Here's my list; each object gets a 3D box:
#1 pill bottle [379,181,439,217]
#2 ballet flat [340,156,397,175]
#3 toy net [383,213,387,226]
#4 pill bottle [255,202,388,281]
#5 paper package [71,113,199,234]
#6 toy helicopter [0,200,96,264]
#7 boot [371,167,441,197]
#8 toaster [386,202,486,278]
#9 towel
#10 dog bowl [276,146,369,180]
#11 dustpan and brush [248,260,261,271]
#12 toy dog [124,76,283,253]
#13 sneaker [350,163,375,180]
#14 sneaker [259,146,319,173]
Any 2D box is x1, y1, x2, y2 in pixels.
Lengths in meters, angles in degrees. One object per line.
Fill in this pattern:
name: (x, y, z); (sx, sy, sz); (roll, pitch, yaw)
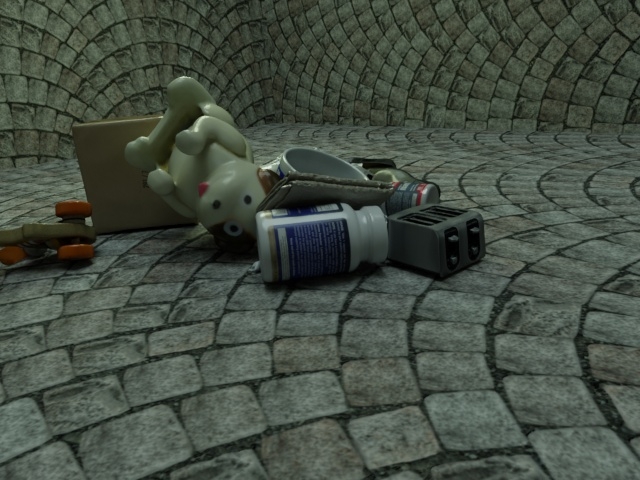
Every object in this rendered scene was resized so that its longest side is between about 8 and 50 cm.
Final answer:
pill bottle: (0.228, -0.110, 1.483); (0.180, 0.107, 0.108); (8, 22, 32)
ballet flat: (0.161, -0.264, 1.989); (0.281, 0.095, 0.096); (-9, 31, -14)
toy net: (0.118, -0.036, 1.383); (0.232, 0.045, 0.122); (-20, 24, -41)
pill bottle: (0.000, 0.000, 1.129); (0.265, 0.153, 0.153); (-6, 19, -8)
paper package: (-0.537, -0.203, 1.579); (0.310, 0.324, 0.168); (-7, 18, -7)
toy helicopter: (-0.747, -0.006, 1.311); (0.355, 0.140, 0.235); (-2, -8, -32)
boot: (0.233, -0.156, 1.632); (0.247, 0.083, 0.161); (20, 31, 34)
toaster: (0.246, -0.006, 1.164); (0.168, 0.110, 0.186); (-17, 23, -37)
towel: (0.012, -0.084, 1.196); (0.282, 0.049, 0.187); (1, -23, -29)
dog bowl: (0.004, -0.153, 1.476); (0.265, 0.104, 0.265); (18, 28, -10)
dustpan and brush: (-0.095, 0.025, 1.246); (0.147, 0.060, 0.211); (8, 15, 36)
toy dog: (-0.262, -0.147, 1.351); (0.284, 0.395, 0.408); (-44, 51, 5)
sneaker: (0.104, -0.189, 1.752); (0.115, 0.105, 0.281); (20, 33, 22)
sneaker: (-0.132, -0.300, 2.092); (0.297, 0.129, 0.111); (-10, 21, -14)
